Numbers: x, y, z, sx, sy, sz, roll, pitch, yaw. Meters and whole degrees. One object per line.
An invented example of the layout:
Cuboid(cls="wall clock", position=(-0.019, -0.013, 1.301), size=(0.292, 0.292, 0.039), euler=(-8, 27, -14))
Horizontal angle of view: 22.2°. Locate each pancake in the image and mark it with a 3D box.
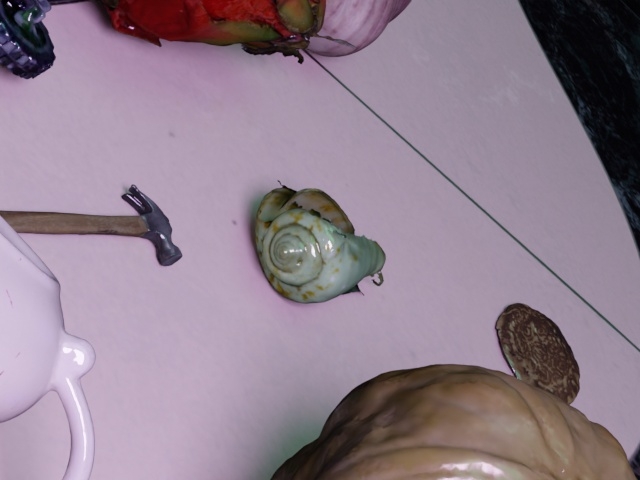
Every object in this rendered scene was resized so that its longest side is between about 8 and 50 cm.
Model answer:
Cuboid(cls="pancake", position=(0.204, 0.105, 1.524), size=(0.115, 0.011, 0.115), euler=(32, 38, -29))

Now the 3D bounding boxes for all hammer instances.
Cuboid(cls="hammer", position=(-0.176, -0.014, 1.164), size=(0.182, 0.017, 0.062), euler=(3, 56, -49))

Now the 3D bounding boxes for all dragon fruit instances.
Cuboid(cls="dragon fruit", position=(-0.080, -0.250, 1.312), size=(0.293, 0.234, 0.234), euler=(31, 38, -23))

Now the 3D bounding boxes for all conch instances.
Cuboid(cls="conch", position=(0.000, 0.000, 1.324), size=(0.106, 0.079, 0.170), euler=(67, 19, 11))

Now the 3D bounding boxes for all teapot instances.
Cuboid(cls="teapot", position=(-0.233, 0.034, 0.926), size=(0.298, 0.139, 0.204), euler=(46, -7, 5))

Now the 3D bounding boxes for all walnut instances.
Cuboid(cls="walnut", position=(0.079, 0.226, 1.015), size=(0.253, 0.277, 0.282), euler=(-2, 48, -43))

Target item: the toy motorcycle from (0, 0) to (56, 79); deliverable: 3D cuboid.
Cuboid(cls="toy motorcycle", position=(-0.283, -0.233, 1.156), size=(0.270, 0.106, 0.159), euler=(47, 18, -38))

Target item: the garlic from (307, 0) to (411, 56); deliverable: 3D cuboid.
Cuboid(cls="garlic", position=(0.016, -0.324, 1.489), size=(0.245, 0.253, 0.245), euler=(29, 34, -21))
